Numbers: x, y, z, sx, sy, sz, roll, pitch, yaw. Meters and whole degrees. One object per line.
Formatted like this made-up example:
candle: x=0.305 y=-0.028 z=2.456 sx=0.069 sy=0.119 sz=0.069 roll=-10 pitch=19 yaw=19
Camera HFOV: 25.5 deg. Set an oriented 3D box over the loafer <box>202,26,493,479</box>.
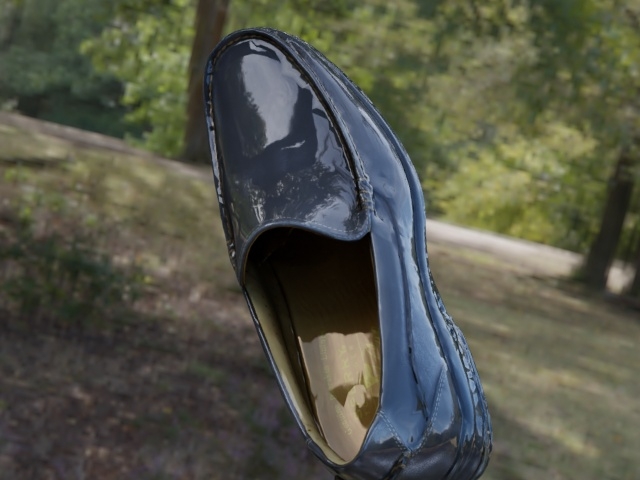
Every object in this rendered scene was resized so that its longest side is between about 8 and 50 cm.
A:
loafer: x=0.000 y=0.000 z=0.436 sx=0.061 sy=0.062 sz=0.170 roll=23 pitch=37 yaw=-61
